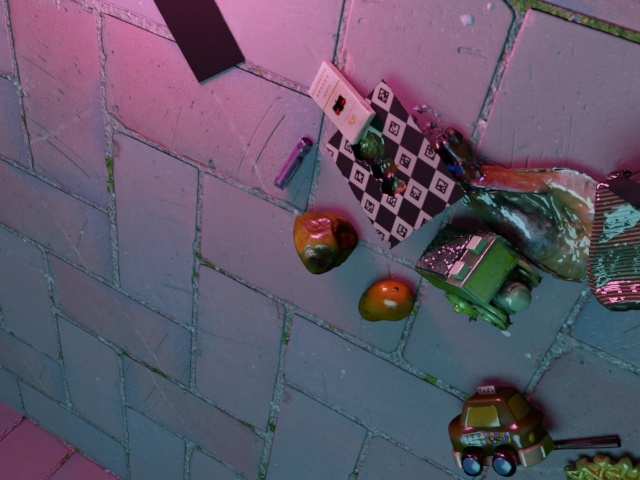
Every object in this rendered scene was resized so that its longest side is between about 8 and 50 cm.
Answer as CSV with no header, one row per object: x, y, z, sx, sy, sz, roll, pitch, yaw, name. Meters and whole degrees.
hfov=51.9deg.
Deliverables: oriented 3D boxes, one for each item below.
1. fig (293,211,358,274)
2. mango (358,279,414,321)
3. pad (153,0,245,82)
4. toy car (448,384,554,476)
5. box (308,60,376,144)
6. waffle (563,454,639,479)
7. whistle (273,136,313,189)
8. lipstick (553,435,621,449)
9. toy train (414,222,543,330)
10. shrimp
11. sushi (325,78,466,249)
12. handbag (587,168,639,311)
0.000,0.000,1.607,0.165,0.144,0.154,36,103,35,fig
0.161,0.153,1.650,0.165,0.089,0.115,-9,125,41,mango
-0.290,-0.502,1.524,0.170,0.006,0.246,-13,114,38,pad
0.435,0.459,1.646,0.247,0.204,0.198,-18,87,39,toy car
0.043,-0.295,1.405,0.167,0.024,0.090,52,137,20,box
0.745,0.638,1.636,0.250,0.056,0.261,-29,105,43,waffle
-0.068,-0.184,1.590,0.033,0.033,0.176,41,135,2,whistle
0.648,0.501,1.622,0.176,0.027,0.027,-21,109,43,lipstick
0.325,0.072,1.376,0.188,0.159,0.271,38,175,-18,toy train
0.416,-0.076,1.308,0.445,0.110,0.221,33,128,4,shrimp
0.158,-0.158,1.402,0.290,0.050,0.264,58,140,10,sushi
0.616,-0.020,1.095,0.340,0.247,0.240,-10,93,28,handbag
